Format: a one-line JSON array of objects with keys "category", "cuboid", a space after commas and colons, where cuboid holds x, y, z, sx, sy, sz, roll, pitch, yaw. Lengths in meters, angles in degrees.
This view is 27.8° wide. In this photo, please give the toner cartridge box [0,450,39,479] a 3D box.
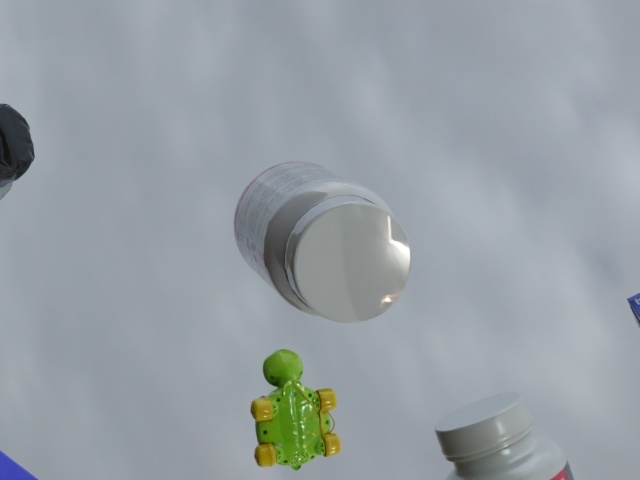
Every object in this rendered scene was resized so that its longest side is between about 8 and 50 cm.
[{"category": "toner cartridge box", "cuboid": [-0.255, 0.280, 1.026, 0.348, 0.165, 0.075, 39, -35, -2]}]

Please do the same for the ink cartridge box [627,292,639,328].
[{"category": "ink cartridge box", "cuboid": [0.435, 0.055, 1.344, 0.046, 0.207, 0.097, 60, 6, -30]}]

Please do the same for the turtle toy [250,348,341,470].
[{"category": "turtle toy", "cuboid": [-0.033, 0.181, 1.376, 0.066, 0.095, 0.130, -172, -103, -74]}]

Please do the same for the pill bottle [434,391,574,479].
[{"category": "pill bottle", "cuboid": [0.272, 0.376, 1.757, 0.176, 0.176, 0.318, -18, -84, 58]}]

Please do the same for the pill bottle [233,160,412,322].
[{"category": "pill bottle", "cuboid": [0.000, 0.000, 1.509, 0.283, 0.160, 0.160, -147, -136, -73]}]

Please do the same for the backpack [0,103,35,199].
[{"category": "backpack", "cuboid": [-0.390, -0.065, 1.281, 0.182, 0.152, 0.115, -29, -116, 31]}]
